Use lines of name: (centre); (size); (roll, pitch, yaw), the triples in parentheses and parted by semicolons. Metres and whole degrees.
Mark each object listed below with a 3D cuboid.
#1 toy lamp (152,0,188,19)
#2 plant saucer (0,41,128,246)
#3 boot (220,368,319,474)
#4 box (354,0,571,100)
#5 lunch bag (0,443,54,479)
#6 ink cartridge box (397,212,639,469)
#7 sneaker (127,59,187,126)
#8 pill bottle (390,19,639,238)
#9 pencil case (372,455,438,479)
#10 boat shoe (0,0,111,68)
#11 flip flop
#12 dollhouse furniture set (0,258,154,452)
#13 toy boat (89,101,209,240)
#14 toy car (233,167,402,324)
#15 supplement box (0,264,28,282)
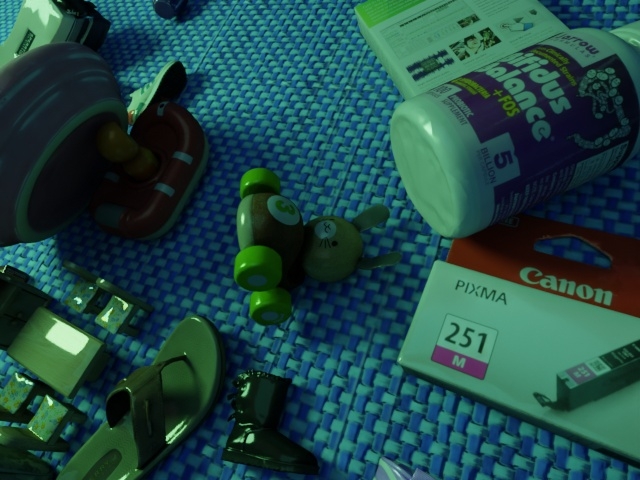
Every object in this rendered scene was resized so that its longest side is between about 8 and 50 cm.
toy lamp: (-0.321, -0.610, 1.001); (0.080, 0.080, 0.275); (-3, 59, 16)
plant saucer: (-0.396, -0.122, 0.657); (0.084, 0.332, 0.332); (32, 73, -8)
boot: (-0.053, 0.204, 0.499); (0.121, 0.045, 0.099); (1, 60, 19)
box: (0.216, -0.308, 0.681); (0.232, 0.058, 0.322); (-24, 60, 4)
lunch bag: (-0.477, 0.310, 0.429); (0.212, 0.305, 0.256); (12, 64, 26)
ink cartridge box: (0.252, 0.073, 0.463); (0.274, 0.060, 0.239); (17, 70, 25)
sneaker: (-0.320, -0.281, 0.834); (0.075, 0.057, 0.162); (17, 72, 19)
pill bottle: (0.248, -0.133, 0.503); (0.301, 0.169, 0.169); (-25, 58, -4)
pencil case: (0.045, 0.302, 0.388); (0.086, 0.088, 0.206); (21, 70, 24)
boat shoe: (-0.590, -0.383, 0.953); (0.340, 0.158, 0.127); (-38, 94, 21)
flip flop: (-0.220, 0.211, 0.524); (0.112, 0.080, 0.277); (35, 78, 30)
dollhouse furniture set: (-0.399, 0.118, 0.583); (0.241, 0.161, 0.212); (18, 69, 25)
toy boat: (-0.282, -0.125, 0.683); (0.150, 0.151, 0.231); (12, 67, 23)
toy car: (0.000, 0.000, 0.543); (0.188, 0.149, 0.155); (-6, 50, 1)
supplement box: (-0.521, 0.086, 0.709); (0.054, 0.043, 0.084); (-6, 62, 15)
